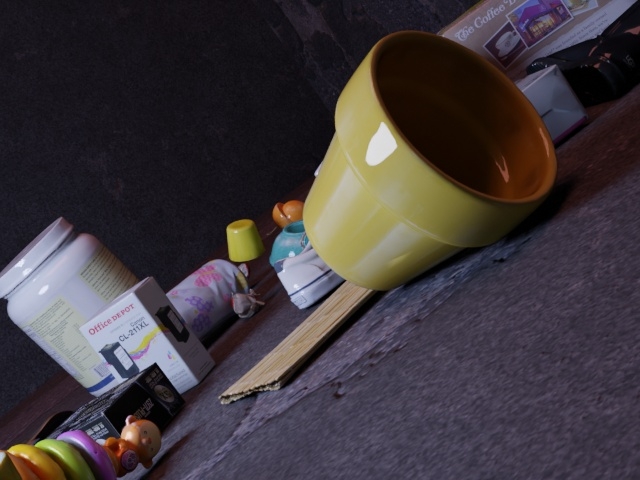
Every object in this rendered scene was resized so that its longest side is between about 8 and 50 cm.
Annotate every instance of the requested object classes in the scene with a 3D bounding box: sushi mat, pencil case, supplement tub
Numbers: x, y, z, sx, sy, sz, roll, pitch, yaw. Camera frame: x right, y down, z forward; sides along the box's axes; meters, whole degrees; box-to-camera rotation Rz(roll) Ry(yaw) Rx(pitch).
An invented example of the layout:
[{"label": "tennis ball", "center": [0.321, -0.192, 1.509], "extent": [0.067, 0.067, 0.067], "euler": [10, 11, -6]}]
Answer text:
[{"label": "sushi mat", "center": [0.008, 0.102, 1.272], "extent": [0.316, 0.019, 0.151], "euler": [-41, 10, -34]}, {"label": "pencil case", "center": [-0.239, 0.138, 1.809], "extent": [0.124, 0.113, 0.273], "euler": [17, 33, 22]}, {"label": "supplement tub", "center": [-0.478, 0.135, 1.998], "extent": [0.235, 0.325, 0.235], "euler": [-40, 15, 13]}]

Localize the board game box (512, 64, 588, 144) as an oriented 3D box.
[{"label": "board game box", "center": [0.240, -0.144, 1.502], "extent": [0.224, 0.097, 0.303], "euler": [-37, 7, -7]}]

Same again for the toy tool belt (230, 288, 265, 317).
[{"label": "toy tool belt", "center": [-0.131, 0.114, 1.785], "extent": [0.051, 0.052, 0.083], "euler": [-5, 2, -15]}]

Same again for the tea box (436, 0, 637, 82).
[{"label": "tea box", "center": [0.422, -0.412, 1.924], "extent": [0.329, 0.220, 0.323], "euler": [-34, 6, 12]}]

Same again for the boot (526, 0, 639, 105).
[{"label": "boot", "center": [0.453, -0.299, 1.513], "extent": [0.207, 0.094, 0.246], "euler": [-40, 14, -9]}]

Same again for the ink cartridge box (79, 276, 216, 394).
[{"label": "ink cartridge box", "center": [-0.271, 0.165, 1.538], "extent": [0.127, 0.175, 0.072], "euler": [-33, 7, 25]}]

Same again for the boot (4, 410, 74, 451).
[{"label": "boot", "center": [-0.474, 0.340, 1.614], "extent": [0.106, 0.082, 0.219], "euler": [-16, 6, 11]}]

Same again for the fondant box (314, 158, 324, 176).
[{"label": "fondant box", "center": [0.123, -0.185, 1.783], "extent": [0.238, 0.096, 0.330], "euler": [-55, -8, 9]}]

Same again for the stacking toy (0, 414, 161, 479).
[{"label": "stacking toy", "center": [-0.294, 0.280, 1.113], "extent": [0.165, 0.175, 0.302], "euler": [-20, 2, 45]}]

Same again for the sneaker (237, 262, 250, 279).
[{"label": "sneaker", "center": [-0.247, 0.116, 2.112], "extent": [0.225, 0.093, 0.088], "euler": [-34, 7, 5]}]

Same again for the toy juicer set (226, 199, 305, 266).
[{"label": "toy juicer set", "center": [0.000, 0.000, 1.773], "extent": [0.329, 0.089, 0.209], "euler": [11, 32, 45]}]

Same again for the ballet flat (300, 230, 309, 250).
[{"label": "ballet flat", "center": [0.053, -0.019, 1.620], "extent": [0.188, 0.070, 0.070], "euler": [-18, 4, -11]}]

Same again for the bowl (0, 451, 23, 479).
[{"label": "bowl", "center": [-0.338, 0.329, 0.825], "extent": [0.289, 0.156, 0.289], "euler": [-35, 7, 5]}]

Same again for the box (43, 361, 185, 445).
[{"label": "box", "center": [-0.304, 0.270, 1.394], "extent": [0.180, 0.077, 0.147], "euler": [-32, 8, 28]}]

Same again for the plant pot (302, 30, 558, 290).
[{"label": "plant pot", "center": [0.103, -0.072, 1.149], "extent": [0.239, 0.254, 0.254], "euler": [-49, -4, 41]}]

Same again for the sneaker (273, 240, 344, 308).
[{"label": "sneaker", "center": [0.040, -0.002, 1.514], "extent": [0.258, 0.091, 0.094], "euler": [-37, 7, -30]}]
